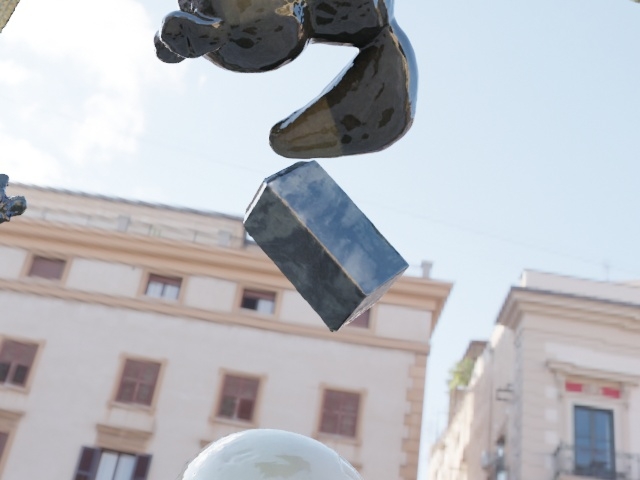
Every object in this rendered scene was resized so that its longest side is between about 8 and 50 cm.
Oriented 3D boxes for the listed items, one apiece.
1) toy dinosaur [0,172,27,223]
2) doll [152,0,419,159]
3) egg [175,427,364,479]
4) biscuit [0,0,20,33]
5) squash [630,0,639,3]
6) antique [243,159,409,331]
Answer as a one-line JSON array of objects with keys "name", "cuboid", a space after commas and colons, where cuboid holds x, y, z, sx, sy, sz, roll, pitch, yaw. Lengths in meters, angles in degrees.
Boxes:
[{"name": "toy dinosaur", "cuboid": [-0.383, 0.008, 0.929, 0.187, 0.179, 0.087, -12, 3, -12]}, {"name": "doll", "cuboid": [-0.045, -0.282, 1.378, 0.382, 0.379, 0.252, -21, 3, -3]}, {"name": "egg", "cuboid": [-0.067, 0.385, 1.212, 0.283, 0.283, 0.345, 29, 1, -27]}, {"name": "biscuit", "cuboid": [-0.483, -0.331, 1.115, 0.052, 0.150, 0.252, -5, -31, 44]}, {"name": "squash", "cuboid": [0.431, -0.388, 1.267, 0.123, 0.123, 0.186, -12, -32, 29]}, {"name": "antique", "cuboid": [0.000, 0.000, 1.073, 0.183, 0.086, 0.088, 49, -42, 11]}]
